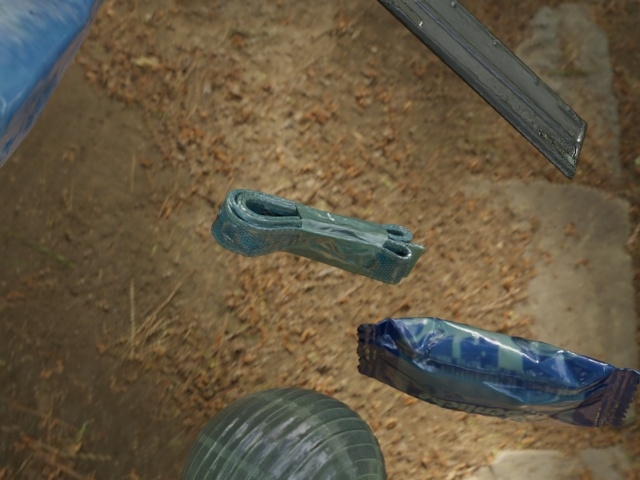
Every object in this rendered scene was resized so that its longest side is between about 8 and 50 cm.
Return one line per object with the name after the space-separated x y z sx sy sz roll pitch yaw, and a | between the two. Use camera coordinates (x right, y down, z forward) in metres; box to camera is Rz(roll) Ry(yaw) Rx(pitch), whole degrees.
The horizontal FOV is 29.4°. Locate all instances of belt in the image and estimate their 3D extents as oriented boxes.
0.000 0.000 1.674 0.302 0.072 0.087 13 32 -21 | belt

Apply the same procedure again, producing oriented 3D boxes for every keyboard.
0.119 -0.124 0.868 0.198 0.010 0.063 40 48 -18 | keyboard

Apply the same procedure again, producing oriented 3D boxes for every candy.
0.204 0.161 1.437 0.331 0.187 0.077 13 65 8 | candy

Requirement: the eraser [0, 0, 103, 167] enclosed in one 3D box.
-0.206 -0.129 0.327 0.312 0.042 0.144 29 30 -12 | eraser

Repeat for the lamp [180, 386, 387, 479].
-0.043 0.275 1.390 0.265 0.233 0.233 -17 73 -47 | lamp
